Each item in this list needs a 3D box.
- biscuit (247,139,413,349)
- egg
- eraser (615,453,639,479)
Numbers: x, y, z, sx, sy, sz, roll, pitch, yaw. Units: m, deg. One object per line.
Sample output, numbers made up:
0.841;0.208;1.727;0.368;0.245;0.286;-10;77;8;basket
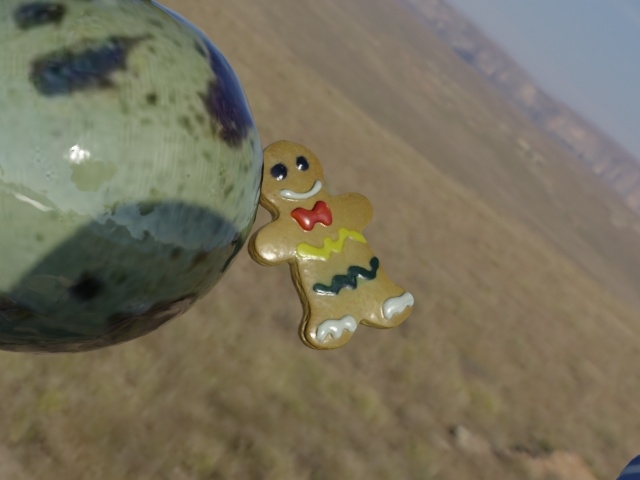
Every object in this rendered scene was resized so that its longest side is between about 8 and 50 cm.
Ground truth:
0.001;-0.001;1.592;0.240;0.158;0.035;62;-30;5;biscuit
-0.262;-0.068;1.316;0.428;0.345;0.345;-2;30;-24;egg
0.302;0.171;0.966;0.036;0.225;0.082;-86;166;-53;eraser
